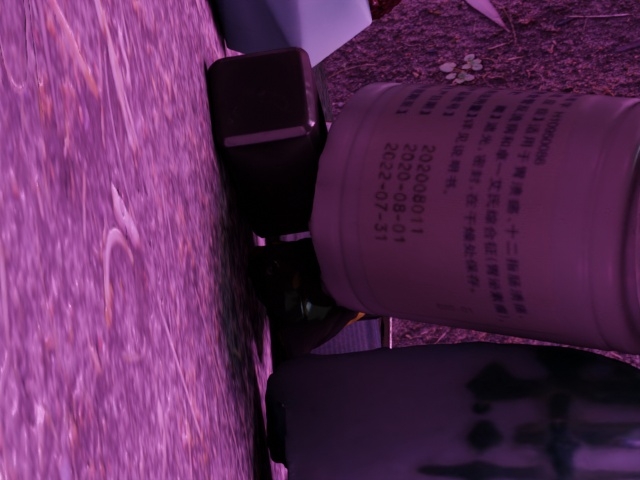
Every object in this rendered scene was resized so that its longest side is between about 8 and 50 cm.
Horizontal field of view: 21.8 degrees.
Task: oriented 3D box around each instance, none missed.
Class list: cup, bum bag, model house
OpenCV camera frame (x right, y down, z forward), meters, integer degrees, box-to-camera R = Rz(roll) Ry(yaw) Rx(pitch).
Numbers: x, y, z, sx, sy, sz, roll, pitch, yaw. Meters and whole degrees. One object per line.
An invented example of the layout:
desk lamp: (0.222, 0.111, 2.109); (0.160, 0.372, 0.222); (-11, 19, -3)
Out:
cup: (-0.035, -0.255, 1.362); (0.134, 0.148, 0.235); (47, -10, 20)
bum bag: (0.017, 0.029, 1.387); (0.232, 0.060, 0.106); (-18, 113, -56)
model house: (0.120, 0.273, 1.233); (0.251, 0.295, 0.329); (-100, -175, -66)

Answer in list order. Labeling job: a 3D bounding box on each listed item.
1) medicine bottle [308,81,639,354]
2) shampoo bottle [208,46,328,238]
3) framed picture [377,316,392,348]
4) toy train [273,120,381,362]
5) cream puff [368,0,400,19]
medicine bottle: (0.178, -0.017, 1.260); (0.190, 0.332, 0.189); (-21, 115, -57)
shampoo bottle: (-0.032, -0.069, 1.360); (0.246, 0.080, 0.079); (72, 11, -70)
framed picture: (0.035, 0.141, 1.630); (0.274, 0.017, 0.217); (113, -19, -61)
toy train: (0.000, 0.000, 1.585); (0.409, 0.086, 0.089); (-95, -172, -49)
cream puff: (-0.007, -0.316, 1.598); (0.239, 0.165, 0.239); (56, -20, 32)
